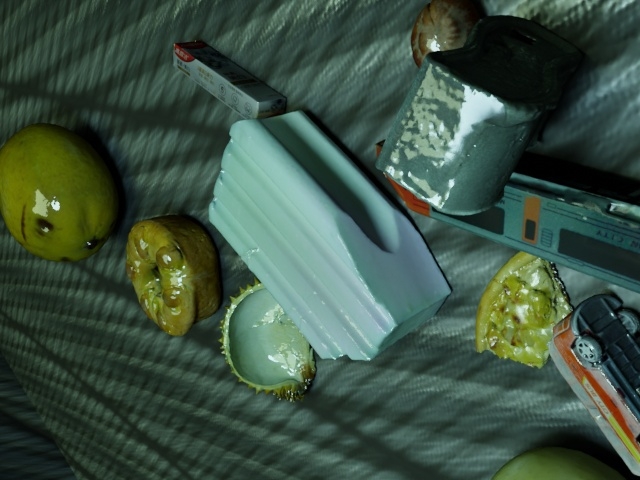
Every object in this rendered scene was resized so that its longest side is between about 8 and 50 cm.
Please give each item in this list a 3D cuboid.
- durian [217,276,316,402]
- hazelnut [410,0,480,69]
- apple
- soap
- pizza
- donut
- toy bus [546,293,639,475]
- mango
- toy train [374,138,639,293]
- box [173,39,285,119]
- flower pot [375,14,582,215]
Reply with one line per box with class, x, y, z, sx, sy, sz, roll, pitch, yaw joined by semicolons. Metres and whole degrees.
durian;-0.084;0.158;1.138;0.139;0.144;0.252;-3;101;29
hazelnut;0.126;-0.203;0.712;0.086;0.086;0.086;26;126;42
apple;0.250;0.321;0.742;0.200;0.200;0.200;26;126;42
soap;0.000;0.000;0.938;0.347;0.115;0.208;49;140;24
pizza;0.220;0.082;0.773;0.099;0.036;0.160;43;136;29
donut;-0.276;0.060;1.309;0.226;0.114;0.226;27;127;41
toy bus;0.294;0.141;0.683;0.174;0.079;0.077;56;151;15
mango;-0.599;-0.117;1.538;0.445;0.220;0.301;29;131;44
toy train;0.222;-0.027;0.676;0.409;0.086;0.089;23;126;43
box;-0.139;-0.236;1.044;0.218;0.055;0.039;39;132;32
flower pot;0.148;-0.117;0.615;0.103;0.229;0.108;32;129;12
